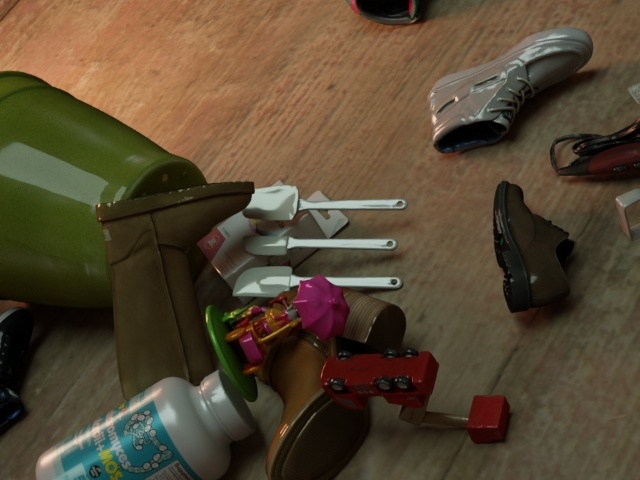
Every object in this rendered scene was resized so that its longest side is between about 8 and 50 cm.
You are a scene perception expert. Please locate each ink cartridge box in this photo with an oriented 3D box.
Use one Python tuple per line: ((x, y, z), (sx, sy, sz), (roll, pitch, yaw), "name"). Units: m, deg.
((-0.070, -0.011, 1.864), (0.198, 0.067, 0.115), (-38, 39, -5), "ink cartridge box")

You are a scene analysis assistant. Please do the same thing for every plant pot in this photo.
((-0.368, -0.047, 1.926), (0.353, 0.366, 0.366), (16, 59, 31), "plant pot")

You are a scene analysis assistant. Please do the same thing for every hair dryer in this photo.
((0.436, -0.106, 1.622), (0.223, 0.080, 0.293), (-44, 31, 13), "hair dryer")

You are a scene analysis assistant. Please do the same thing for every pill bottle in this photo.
((-0.216, 0.270, 1.612), (0.264, 0.146, 0.146), (-32, 38, 3), "pill bottle")

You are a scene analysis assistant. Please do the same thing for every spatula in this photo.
((0.000, 0.000, 1.769), (0.242, 0.019, 0.168), (-1, 64, 17), "spatula")

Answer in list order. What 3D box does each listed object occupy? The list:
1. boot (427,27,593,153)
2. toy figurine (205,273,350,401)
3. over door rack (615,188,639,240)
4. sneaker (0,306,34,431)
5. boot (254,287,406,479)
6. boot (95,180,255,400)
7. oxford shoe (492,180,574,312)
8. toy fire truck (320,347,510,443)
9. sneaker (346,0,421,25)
((0.274, -0.204, 1.816), (0.258, 0.095, 0.123), (-23, 45, 28), "boot")
((-0.040, 0.101, 1.562), (0.159, 0.130, 0.173), (-26, 8, 6), "toy figurine")
((0.514, 0.009, 1.372), (0.324, 0.108, 0.239), (-16, 38, -10), "over door rack")
((-0.475, 0.208, 1.926), (0.121, 0.079, 0.217), (14, 67, 40), "sneaker")
((-0.035, 0.179, 1.619), (0.220, 0.109, 0.283), (6, 64, 49), "boot")
((-0.184, 0.063, 1.751), (0.236, 0.270, 0.089), (-12, 5, -16), "boot")
((0.270, 0.005, 1.613), (0.096, 0.083, 0.227), (-8, 42, 2), "oxford shoe")
((0.109, 0.182, 1.480), (0.192, 0.135, 0.047), (-6, 48, 32), "toy fire truck")
((0.163, -0.460, 2.119), (0.295, 0.124, 0.178), (-29, 33, 20), "sneaker")
